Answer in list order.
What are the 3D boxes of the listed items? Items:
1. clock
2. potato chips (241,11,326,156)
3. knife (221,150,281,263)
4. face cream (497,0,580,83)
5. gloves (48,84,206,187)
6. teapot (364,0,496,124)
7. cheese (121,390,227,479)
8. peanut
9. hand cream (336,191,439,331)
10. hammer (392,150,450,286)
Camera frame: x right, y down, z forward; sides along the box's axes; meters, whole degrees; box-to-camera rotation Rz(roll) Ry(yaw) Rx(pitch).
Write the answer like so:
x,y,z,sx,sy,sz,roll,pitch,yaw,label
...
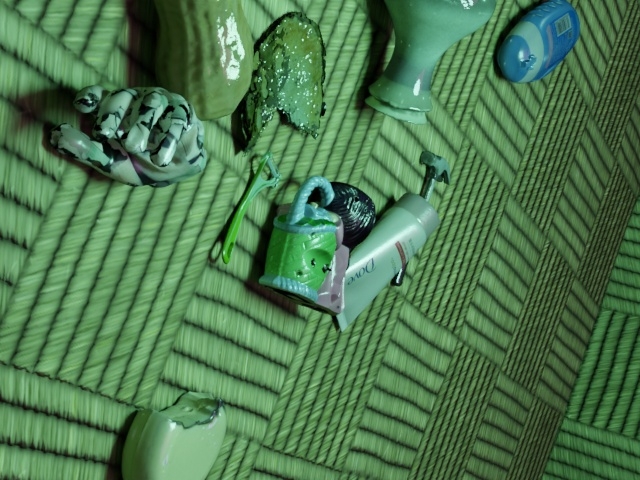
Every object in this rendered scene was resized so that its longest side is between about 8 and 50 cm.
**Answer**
x,y,z,sx,sy,sz,roll,pitch,yaw,label
0.000,0.000,1.739,0.194,0.100,0.195,36,71,-59,clock
-0.050,-0.207,1.621,0.220,0.029,0.202,-44,139,-47,potato chips
-0.100,-0.041,1.615,0.166,0.022,0.078,-63,153,-20,knife
0.426,-0.385,2.315,0.264,0.083,0.149,-36,133,-49,face cream
-0.207,-0.123,1.291,0.212,0.127,0.111,54,49,-61,gloves
0.154,-0.312,1.796,0.183,0.183,0.251,-14,128,-58,teapot
-0.209,0.318,1.558,0.163,0.070,0.249,24,83,-61,cheese
-0.138,-0.264,1.343,0.123,0.123,0.257,-34,128,-50,peanut
0.096,0.027,1.961,0.248,0.083,0.133,-49,143,-22,hand cream
0.178,-0.034,2.117,0.103,0.029,0.246,17,91,-61,hammer
